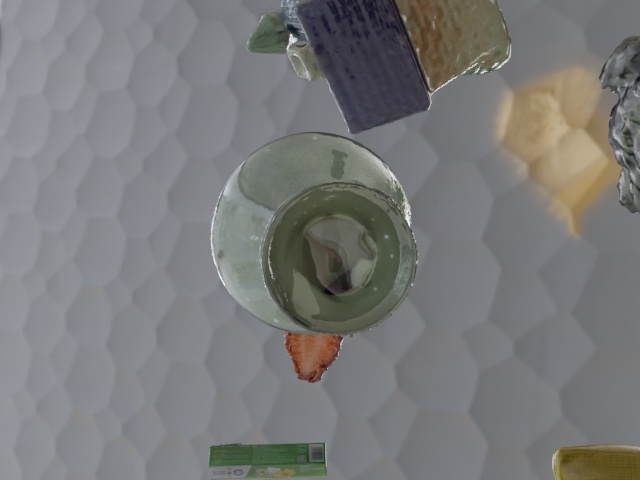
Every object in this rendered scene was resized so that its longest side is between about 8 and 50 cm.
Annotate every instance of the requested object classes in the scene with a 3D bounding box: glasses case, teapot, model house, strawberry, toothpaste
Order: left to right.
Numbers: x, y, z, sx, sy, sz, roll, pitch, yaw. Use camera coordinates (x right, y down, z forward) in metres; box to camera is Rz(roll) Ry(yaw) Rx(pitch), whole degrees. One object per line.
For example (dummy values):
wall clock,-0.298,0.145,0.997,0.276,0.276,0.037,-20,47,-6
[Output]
toothpaste,-0.078,0.332,1.273,0.178,0.037,0.043,-1,-143,-1
strawberry,-0.015,0.174,1.469,0.103,0.152,0.048,10,-157,-9
teapot,0.000,0.000,0.687,0.183,0.184,0.251,5,-176,-6
model house,0.061,-0.307,1.242,0.280,0.245,0.312,-36,-149,-19
glasses case,0.538,0.415,1.549,0.234,0.079,0.064,4,158,-8

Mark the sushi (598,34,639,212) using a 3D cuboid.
sushi,0.439,-0.080,0.718,0.351,0.294,0.178,-19,-153,-4
